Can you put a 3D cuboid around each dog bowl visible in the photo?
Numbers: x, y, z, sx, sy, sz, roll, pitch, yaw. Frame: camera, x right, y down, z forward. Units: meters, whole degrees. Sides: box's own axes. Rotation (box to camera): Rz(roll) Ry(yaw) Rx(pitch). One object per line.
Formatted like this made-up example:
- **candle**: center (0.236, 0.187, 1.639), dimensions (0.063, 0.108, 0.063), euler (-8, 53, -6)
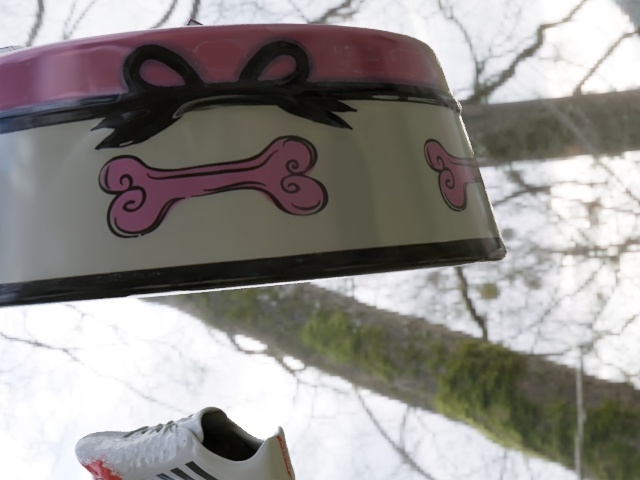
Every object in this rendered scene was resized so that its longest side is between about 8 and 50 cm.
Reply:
- **dog bowl**: center (-0.083, -0.040, 0.805), dimensions (0.408, 0.407, 0.151), euler (-1, -94, -68)

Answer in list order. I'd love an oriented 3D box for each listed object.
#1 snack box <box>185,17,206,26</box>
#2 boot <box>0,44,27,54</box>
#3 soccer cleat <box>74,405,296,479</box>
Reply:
- **snack box**: center (-0.110, -0.140, 1.177), dimensions (0.141, 0.100, 0.037), euler (-58, 8, 46)
- **boot**: center (-0.329, -0.154, 1.269), dimensions (0.086, 0.190, 0.069), euler (-17, -57, -30)
- **soccer cleat**: center (-0.047, 0.071, 0.405), dimensions (0.029, 0.083, 0.036), euler (-42, -44, -57)
